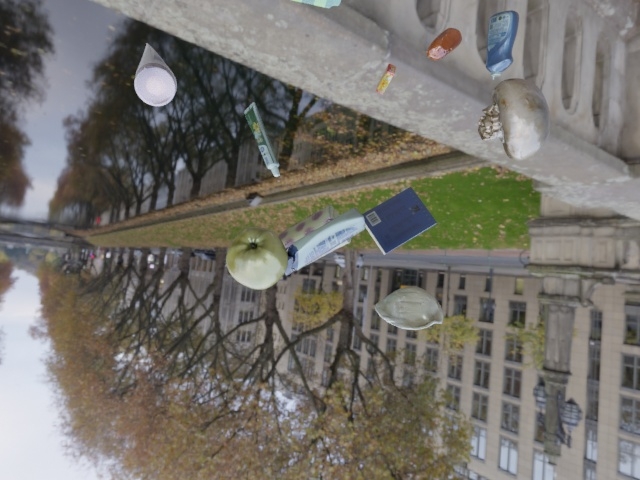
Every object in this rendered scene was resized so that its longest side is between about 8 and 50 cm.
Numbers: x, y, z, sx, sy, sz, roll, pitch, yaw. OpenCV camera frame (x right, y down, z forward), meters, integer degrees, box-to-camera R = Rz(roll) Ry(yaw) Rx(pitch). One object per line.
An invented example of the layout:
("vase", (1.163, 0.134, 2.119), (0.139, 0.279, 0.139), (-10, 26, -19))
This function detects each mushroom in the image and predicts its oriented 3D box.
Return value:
("mushroom", (0.531, -0.327, 1.152), (0.178, 0.226, 0.226), (-21, 166, 17))

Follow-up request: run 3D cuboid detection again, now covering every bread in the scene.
("bread", (-0.044, 0.000, 1.882), (0.338, 0.155, 0.187), (-27, 127, 24))

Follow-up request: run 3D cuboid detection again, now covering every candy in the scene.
("candy", (0.294, -0.726, 1.881), (0.038, 0.062, 0.122), (21, 146, -8))

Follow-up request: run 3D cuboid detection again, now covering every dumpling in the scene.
("dumpling", (0.328, 0.251, 1.485), (0.252, 0.131, 0.179), (-1, -144, -18))

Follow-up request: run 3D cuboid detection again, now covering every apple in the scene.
("apple", (-0.188, 0.050, 1.249), (0.200, 0.199, 0.200), (6, 175, 1))

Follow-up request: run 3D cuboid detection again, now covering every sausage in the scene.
("sausage", (0.500, -0.789, 1.670), (0.089, 0.179, 0.089), (43, 166, 13))

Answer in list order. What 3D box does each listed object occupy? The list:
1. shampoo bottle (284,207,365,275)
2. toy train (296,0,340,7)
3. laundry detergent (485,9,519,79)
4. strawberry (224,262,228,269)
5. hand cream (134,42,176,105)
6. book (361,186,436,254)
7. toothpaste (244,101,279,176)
("shampoo bottle", (0.000, 0.000, 1.560), (0.360, 0.078, 0.134), (-31, 150, -11))
("toy train", (-0.028, -1.050, 1.634), (0.299, 0.166, 0.238), (7, 163, -10))
("laundry detergent", (0.604, -0.650, 1.401), (0.097, 0.206, 0.061), (15, -163, 42))
("strawberry", (-0.294, 0.100, 1.657), (0.140, 0.085, 0.192), (-29, 150, -5))
("hand cream", (-0.379, -0.382, 0.967), (0.083, 0.133, 0.248), (-21, -149, -6))
("book", (0.317, -0.084, 1.703), (0.269, 0.190, 0.025), (-30, 168, -16))
("toothpaste", (-0.149, -0.258, 1.079), (0.032, 0.204, 0.049), (-16, 170, -47))
